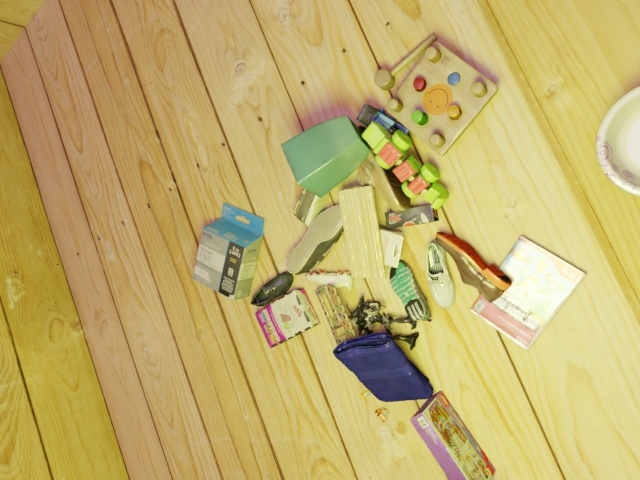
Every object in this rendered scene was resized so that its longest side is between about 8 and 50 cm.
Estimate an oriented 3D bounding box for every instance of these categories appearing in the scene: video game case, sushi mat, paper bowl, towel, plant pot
[{"bbox_3d":[0.610,0.157,1.383,0.204,0.025,0.285,36,112,24],"label":"video game case"},{"bbox_3d":[0.138,-0.026,1.564,0.152,0.019,0.316,-5,96,47],"label":"sushi mat"},{"bbox_3d":[0.837,-0.241,1.132,0.285,0.148,0.284,3,97,31],"label":"paper bowl"},{"bbox_3d":[0.214,0.425,1.543,0.228,0.076,0.308,-18,123,35],"label":"towel"},{"bbox_3d":[0.028,-0.287,1.513,0.234,0.166,0.165,-32,66,19],"label":"plant pot"}]

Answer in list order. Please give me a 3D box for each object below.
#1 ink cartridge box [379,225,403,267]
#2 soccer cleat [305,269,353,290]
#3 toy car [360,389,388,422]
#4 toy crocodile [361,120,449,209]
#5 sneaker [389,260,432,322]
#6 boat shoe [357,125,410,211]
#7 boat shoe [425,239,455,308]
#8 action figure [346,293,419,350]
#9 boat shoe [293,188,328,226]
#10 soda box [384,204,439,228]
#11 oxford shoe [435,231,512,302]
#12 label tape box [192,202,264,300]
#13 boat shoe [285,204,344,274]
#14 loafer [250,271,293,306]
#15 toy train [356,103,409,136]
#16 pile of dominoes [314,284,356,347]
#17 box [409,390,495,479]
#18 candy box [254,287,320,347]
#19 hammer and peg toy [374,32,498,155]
[{"bbox_3d":[0.206,0.015,1.576,0.198,0.067,0.115,19,105,41],"label":"ink cartridge box"},{"bbox_3d":[0.028,0.151,1.721,0.196,0.068,0.076,-2,97,29],"label":"soccer cleat"},{"bbox_3d":[0.199,0.592,1.664,0.041,0.060,0.122,-40,79,-5],"label":"toy car"},{"bbox_3d":[0.263,-0.232,1.447,0.340,0.105,0.115,47,126,-1],"label":"toy crocodile"},{"bbox_3d":[0.303,0.175,1.553,0.083,0.098,0.223,-33,53,26],"label":"sneaker"},{"bbox_3d":[0.187,-0.226,1.563,0.110,0.122,0.341,-40,64,33],"label":"boat shoe"},{"bbox_3d":[0.374,0.113,1.495,0.083,0.076,0.226,-15,87,32],"label":"boat shoe"},{"bbox_3d":[0.192,0.282,1.589,0.276,0.141,0.163,8,101,28],"label":"action figure"},{"bbox_3d":[-0.013,-0.198,1.687,0.091,0.109,0.304,33,114,20],"label":"boat shoe"},{"bbox_3d":[0.301,-0.079,1.536,0.169,0.053,0.060,-9,90,33],"label":"soda box"},{"bbox_3d":[0.445,0.078,1.420,0.271,0.097,0.098,46,121,27],"label":"oxford shoe"},{"bbox_3d":[-0.387,0.041,1.940,0.249,0.115,0.347,22,108,28],"label":"label tape box"},{"bbox_3d":[0.000,0.000,1.721,0.335,0.096,0.112,-48,59,21],"label":"boat shoe"},{"bbox_3d":[-0.195,0.200,1.855,0.223,0.078,0.076,-39,75,28],"label":"loafer"},{"bbox_3d":[0.210,-0.380,1.533,0.184,0.105,0.080,41,114,22],"label":"toy train"},{"bbox_3d":[0.044,0.282,1.674,0.251,0.040,0.196,66,157,9],"label":"pile of dominoes"},{"bbox_3d":[0.416,0.640,1.445,0.057,0.201,0.293,-42,73,27],"label":"box"},{"bbox_3d":[-0.133,0.307,1.831,0.233,0.071,0.159,-32,77,31],"label":"candy box"},{"bbox_3d":[0.331,-0.475,1.435,0.361,0.127,0.266,48,116,19],"label":"hammer and peg toy"}]
